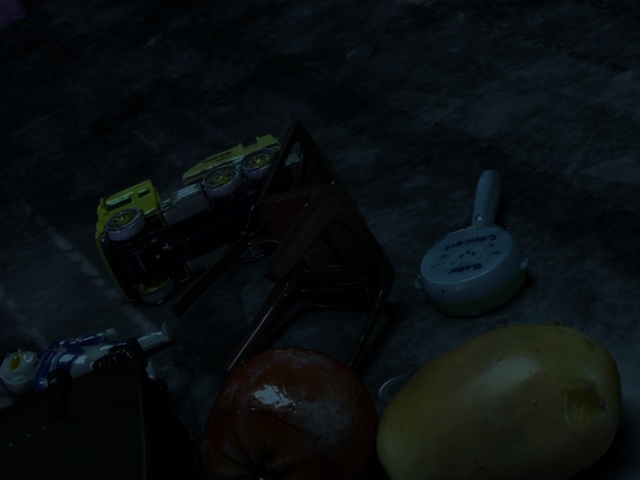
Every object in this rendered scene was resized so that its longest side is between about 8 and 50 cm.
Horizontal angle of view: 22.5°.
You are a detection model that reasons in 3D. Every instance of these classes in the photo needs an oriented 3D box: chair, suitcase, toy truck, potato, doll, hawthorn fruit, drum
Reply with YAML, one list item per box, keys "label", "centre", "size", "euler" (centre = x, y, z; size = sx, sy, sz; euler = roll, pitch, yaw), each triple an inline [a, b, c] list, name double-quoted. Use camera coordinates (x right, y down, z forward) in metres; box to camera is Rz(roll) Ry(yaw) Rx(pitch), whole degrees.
- label: "chair"
  centre: [0.000, 0.000, 1.806]
  size: [0.183, 0.175, 0.326]
  euler: [-10, 36, 42]
- label: "suitcase"
  centre: [-0.237, 0.293, 1.442]
  size: [0.283, 0.194, 0.434]
  euler: [-26, 27, 5]
- label: "toy truck"
  centre: [-0.149, -0.041, 2.038]
  size: [0.272, 0.124, 0.157]
  euler: [-24, 28, -1]
- label: "potato"
  centre: [0.159, 0.155, 1.462]
  size: [0.234, 0.146, 0.150]
  euler: [-17, 0, 13]
- label: "doll"
  centre: [-0.292, 0.147, 1.893]
  size: [0.227, 0.057, 0.114]
  euler: [-12, 34, 17]
- label: "hawthorn fruit"
  centre: [-0.025, 0.181, 1.519]
  size: [0.173, 0.172, 0.173]
  euler: [-18, 28, 10]
- label: "drum"
  centre: [0.195, -0.007, 1.797]
  size: [0.130, 0.049, 0.253]
  euler: [-4, 34, 33]
